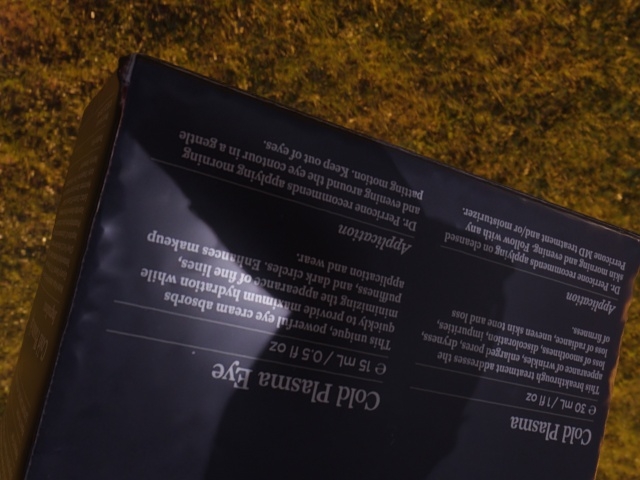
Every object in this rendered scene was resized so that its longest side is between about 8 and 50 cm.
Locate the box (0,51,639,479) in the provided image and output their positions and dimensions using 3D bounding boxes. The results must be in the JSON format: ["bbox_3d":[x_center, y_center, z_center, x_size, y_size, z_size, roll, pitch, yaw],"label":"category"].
[{"bbox_3d":[-0.008,0.105,0.430,0.343,0.313,0.179,16,173,-25],"label":"box"}]
